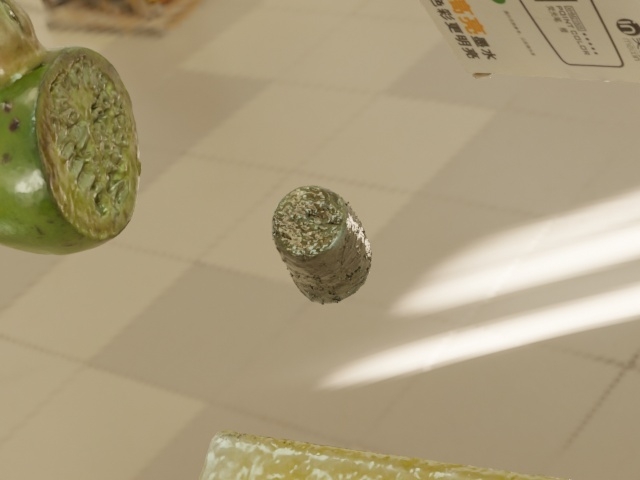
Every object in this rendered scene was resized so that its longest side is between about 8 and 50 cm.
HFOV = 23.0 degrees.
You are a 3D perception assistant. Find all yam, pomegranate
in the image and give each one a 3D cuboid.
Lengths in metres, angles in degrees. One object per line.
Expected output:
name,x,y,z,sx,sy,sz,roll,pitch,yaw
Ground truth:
yam,0.000,0.000,1.729,0.107,0.183,0.107,-2,75,8
pomegranate,-0.275,-0.090,1.373,0.159,0.241,0.190,-6,60,21

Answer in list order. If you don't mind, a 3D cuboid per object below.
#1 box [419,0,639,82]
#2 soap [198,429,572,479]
box,0.132,-0.218,0.979,0.220,0.274,0.091,6,57,44
soap,0.039,0.228,0.968,0.315,0.091,0.199,4,69,42
